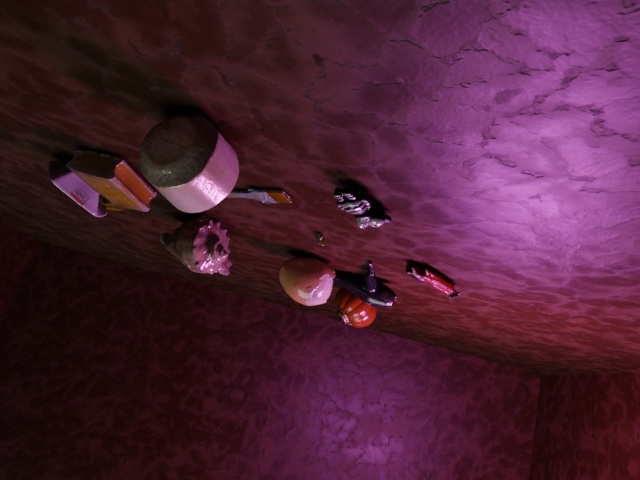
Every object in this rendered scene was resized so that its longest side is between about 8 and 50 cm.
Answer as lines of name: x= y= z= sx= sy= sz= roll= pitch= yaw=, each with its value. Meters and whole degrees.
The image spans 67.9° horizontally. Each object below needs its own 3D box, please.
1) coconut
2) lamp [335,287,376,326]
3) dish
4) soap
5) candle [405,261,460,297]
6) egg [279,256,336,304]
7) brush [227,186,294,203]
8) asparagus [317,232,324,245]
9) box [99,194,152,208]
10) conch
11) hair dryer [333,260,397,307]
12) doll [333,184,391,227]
coconut: x=-0.295 y=-0.172 z=1.102 sx=0.202 sy=0.202 sz=0.222 roll=9 pitch=159 yaw=19
lamp: x=0.168 y=0.310 z=2.269 sx=0.223 sy=0.196 sz=0.223 roll=46 pitch=162 yaw=20
dish: x=-0.813 y=-0.182 z=1.630 sx=0.154 sy=0.064 sz=0.234 roll=51 pitch=177 yaw=45
soap: x=-0.672 y=-0.193 z=1.552 sx=0.173 sy=0.089 sz=0.274 roll=16 pitch=164 yaw=8
candle: x=0.425 y=0.151 z=1.760 sx=0.301 sy=0.059 sz=0.084 roll=30 pitch=170 yaw=-35
egg: x=-0.057 y=0.165 z=1.990 sx=0.244 sy=0.201 sz=0.201 roll=26 pitch=163 yaw=-3
brush: x=-0.239 y=-0.140 z=1.458 sx=0.336 sy=0.020 sz=0.085 roll=6 pitch=161 yaw=30
asparagus: x=0.001 y=-0.001 z=1.694 sx=0.021 sy=0.025 sz=0.108 roll=3 pitch=162 yaw=6
box: x=-0.794 y=-0.146 z=1.834 sx=0.278 sy=0.041 sz=0.153 roll=1 pitch=176 yaw=39
conch: x=-0.464 y=0.012 z=1.872 sx=0.352 sy=0.210 sz=0.297 roll=33 pitch=168 yaw=37
hair dryer: x=0.177 y=0.151 z=1.980 sx=0.303 sy=0.120 sz=0.360 roll=25 pitch=156 yaw=17
doll: x=0.111 y=-0.082 z=1.259 sx=0.090 sy=0.067 sz=0.219 roll=-10 pitch=154 yaw=33
